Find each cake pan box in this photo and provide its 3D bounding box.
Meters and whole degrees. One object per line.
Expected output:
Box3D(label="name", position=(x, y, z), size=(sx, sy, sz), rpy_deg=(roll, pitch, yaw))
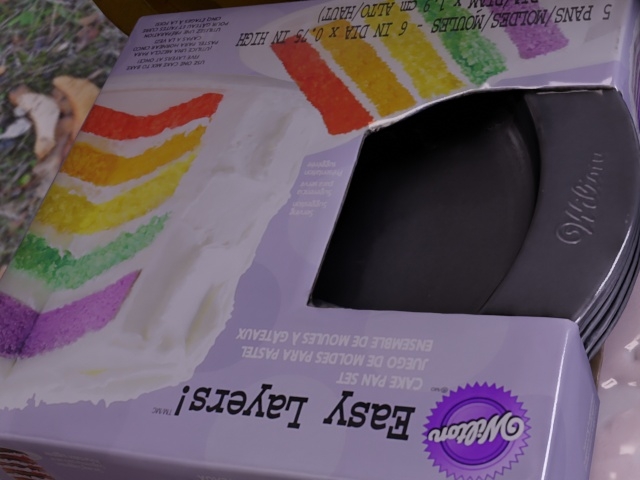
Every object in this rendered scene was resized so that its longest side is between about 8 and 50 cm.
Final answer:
Box3D(label="cake pan box", position=(0.000, 0.000, 0.443), size=(0.267, 0.070, 0.246), rpy_deg=(3, 56, 27))

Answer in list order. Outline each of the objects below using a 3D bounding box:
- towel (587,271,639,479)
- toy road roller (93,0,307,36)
Box3D(label="towel", position=(0.030, 0.135, 0.400), size=(0.332, 0.053, 0.317), rpy_deg=(-1, 54, 23))
Box3D(label="toy road roller", position=(-0.083, -0.241, 0.565), size=(0.240, 0.329, 0.202), rpy_deg=(-29, 33, 49))
